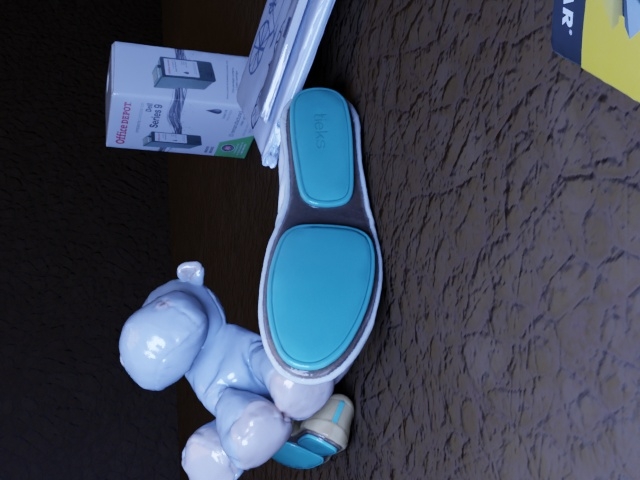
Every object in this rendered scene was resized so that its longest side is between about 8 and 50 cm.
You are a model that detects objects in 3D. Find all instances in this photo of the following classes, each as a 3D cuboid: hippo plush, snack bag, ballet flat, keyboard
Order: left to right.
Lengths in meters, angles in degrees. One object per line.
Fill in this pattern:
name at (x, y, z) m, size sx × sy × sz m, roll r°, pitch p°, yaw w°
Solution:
hippo plush at (-0.113, 0.131, 1.010) m, size 0.234 × 0.236 × 0.294 m, roll -41°, pitch 2°, yaw 19°
keyboard at (-0.041, -0.286, 1.088) m, size 0.072 × 0.014 × 0.256 m, roll -116°, pitch 45°, yaw -69°
snack bag at (-0.041, -0.306, 1.168) m, size 0.342 × 0.037 × 0.323 m, roll -115°, pitch 44°, yaw -61°
ballet flat at (-0.007, 0.250, 1.056) m, size 0.073 × 0.080 × 0.232 m, roll -64°, pitch 9°, yaw -26°
ballet flat at (0.000, 0.000, 0.967) m, size 0.139 × 0.139 × 0.400 m, roll 119°, pitch 156°, yaw -55°

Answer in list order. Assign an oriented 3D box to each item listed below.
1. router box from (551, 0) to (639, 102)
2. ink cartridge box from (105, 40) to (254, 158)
router box at (0.188, -0.191, 0.309) m, size 0.243 × 0.081 × 0.309 m, roll -116°, pitch 17°, yaw -58°
ink cartridge box at (-0.269, -0.267, 1.577) m, size 0.211 × 0.289 × 0.122 m, roll 128°, pitch 142°, yaw -62°
